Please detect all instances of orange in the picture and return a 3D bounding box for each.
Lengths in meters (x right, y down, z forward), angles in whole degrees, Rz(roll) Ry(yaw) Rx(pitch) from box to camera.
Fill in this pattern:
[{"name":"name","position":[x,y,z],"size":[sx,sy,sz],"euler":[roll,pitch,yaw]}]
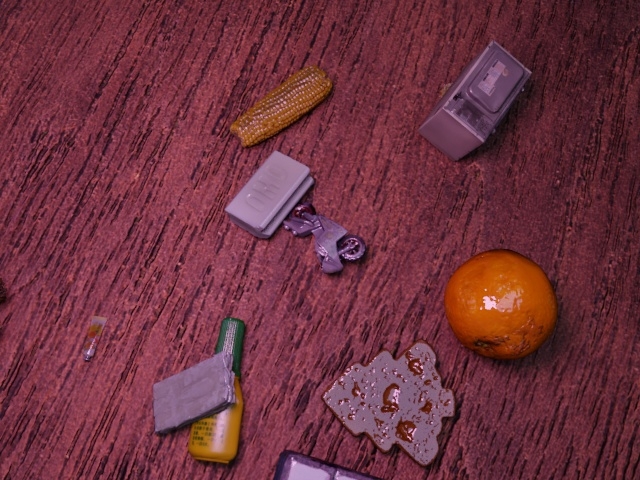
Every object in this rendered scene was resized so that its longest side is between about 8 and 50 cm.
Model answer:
[{"name":"orange","position":[0.397,0.141,1.358],"size":[0.246,0.246,0.246],"euler":[1,72,-4]}]

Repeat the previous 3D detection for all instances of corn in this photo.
[{"name":"corn","position":[-0.087,-0.343,1.549],"size":[0.310,0.101,0.101],"euler":[-40,79,-16]}]

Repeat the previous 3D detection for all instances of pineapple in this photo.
[{"name":"pineapple","position":[0.348,-0.400,1.641],"size":[0.083,0.019,0.045],"euler":[-26,78,-10]}]

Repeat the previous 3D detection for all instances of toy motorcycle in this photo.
[{"name":"toy motorcycle","position":[0.000,0.000,1.461],"size":[0.215,0.080,0.122],"euler":[34,74,18]}]

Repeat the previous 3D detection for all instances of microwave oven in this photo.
[{"name":"microwave oven","position":[0.387,-0.344,1.532],"size":[0.145,0.194,0.240],"euler":[40,73,-7]}]

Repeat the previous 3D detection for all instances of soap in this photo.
[{"name":"soap","position":[-0.122,-0.109,1.475],"size":[0.119,0.066,0.198],"euler":[29,72,26]}]

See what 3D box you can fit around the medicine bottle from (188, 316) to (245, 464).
[{"name":"medicine bottle","position":[-0.213,0.321,1.338],"size":[0.111,0.076,0.309],"euler":[1,70,16]}]

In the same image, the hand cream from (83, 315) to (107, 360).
[{"name":"hand cream","position":[-0.511,0.219,1.380],"size":[0.035,0.022,0.102],"euler":[9,67,4]}]

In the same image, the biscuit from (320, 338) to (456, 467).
[{"name":"biscuit","position":[0.151,0.350,1.373],"size":[0.301,0.043,0.278],"euler":[7,74,-1]}]

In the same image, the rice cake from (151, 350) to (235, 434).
[{"name":"rice cake","position":[-0.274,0.324,1.302],"size":[0.211,0.038,0.124],"euler":[-23,58,22]}]

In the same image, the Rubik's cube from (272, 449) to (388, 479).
[{"name":"Rubik's cube","position":[0.043,0.597,1.128],"size":[0.343,0.344,0.337],"euler":[16,70,3]}]

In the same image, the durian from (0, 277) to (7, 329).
[{"name":"durian","position":[-0.772,0.142,1.304],"size":[0.196,0.167,0.196],"euler":[21,52,-30]}]
